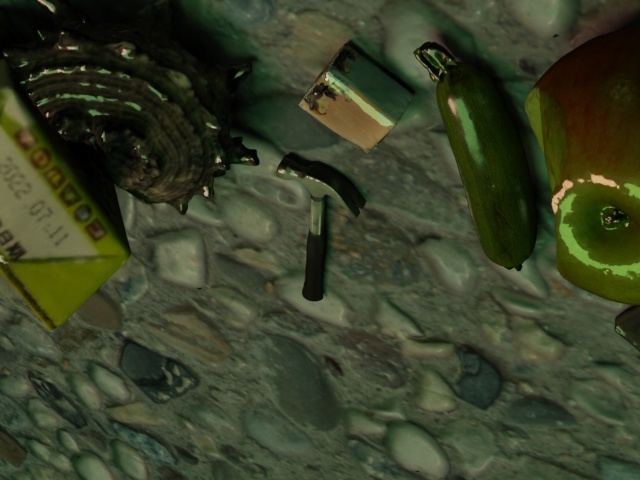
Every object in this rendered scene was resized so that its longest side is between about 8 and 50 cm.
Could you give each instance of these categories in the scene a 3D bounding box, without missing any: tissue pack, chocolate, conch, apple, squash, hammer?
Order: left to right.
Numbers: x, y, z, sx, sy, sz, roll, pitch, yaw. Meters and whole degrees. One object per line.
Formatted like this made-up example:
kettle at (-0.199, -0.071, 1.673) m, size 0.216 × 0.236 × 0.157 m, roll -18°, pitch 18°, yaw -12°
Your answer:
chocolate at (-0.346, -0.096, 1.732) m, size 0.137 × 0.301 × 0.289 m, roll -30°, pitch 121°, yaw 4°
conch at (-0.213, -0.156, 1.673) m, size 0.313 × 0.186 × 0.240 m, roll 31°, pitch 161°, yaw -30°
hammer at (0.000, 0.000, 1.803) m, size 0.103 × 0.029 × 0.246 m, roll 21°, pitch 145°, yaw 15°
tissue pack at (0.038, -0.146, 1.571) m, size 0.094 × 0.059 × 0.074 m, roll 36°, pitch 142°, yaw -7°
squash at (0.174, -0.069, 1.550) m, size 0.080 × 0.071 × 0.318 m, roll 5°, pitch 137°, yaw 33°
apple at (0.285, -0.061, 1.347) m, size 0.246 × 0.226 × 0.246 m, roll 20°, pitch 140°, yaw 17°

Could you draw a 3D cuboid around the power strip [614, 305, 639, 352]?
power strip at (0.458, 0.143, 1.577) m, size 0.251 × 0.092 × 0.257 m, roll 35°, pitch 148°, yaw -10°
